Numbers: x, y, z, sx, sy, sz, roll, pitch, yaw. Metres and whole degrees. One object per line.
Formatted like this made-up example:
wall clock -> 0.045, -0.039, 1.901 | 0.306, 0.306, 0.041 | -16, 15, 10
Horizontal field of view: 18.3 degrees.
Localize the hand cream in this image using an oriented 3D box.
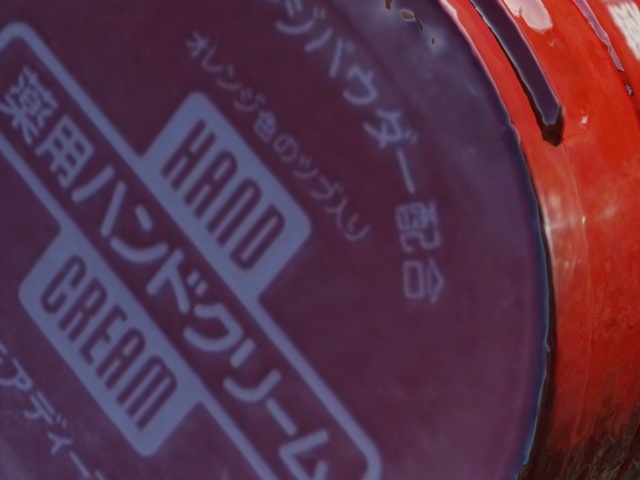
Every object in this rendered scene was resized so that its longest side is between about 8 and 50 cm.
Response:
hand cream -> 0.000, 0.000, 0.478 | 0.193, 0.193, 0.125 | -41, -12, 31
